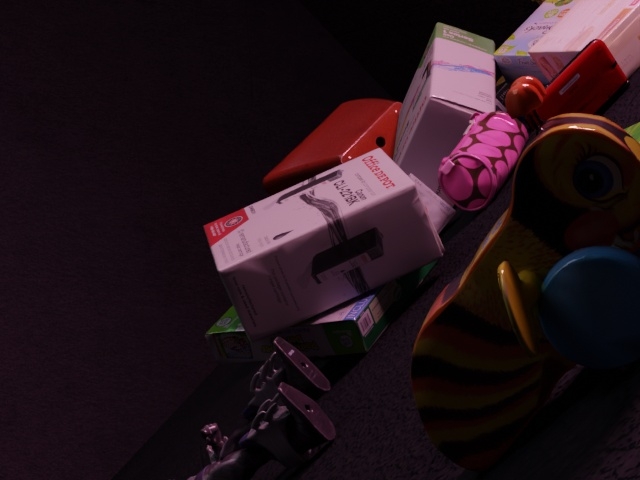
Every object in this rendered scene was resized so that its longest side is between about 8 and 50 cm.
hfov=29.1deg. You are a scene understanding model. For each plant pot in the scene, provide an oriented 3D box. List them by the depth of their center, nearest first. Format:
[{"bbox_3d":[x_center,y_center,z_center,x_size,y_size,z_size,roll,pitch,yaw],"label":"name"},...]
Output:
[{"bbox_3d":[0.099,-0.120,2.352,0.267,0.267,0.235,-46,9,-24],"label":"plant pot"}]

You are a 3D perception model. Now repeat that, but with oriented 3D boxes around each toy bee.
[{"bbox_3d":[0.145,-0.011,0.736,0.298,0.162,0.195,-44,1,0],"label":"toy bee"}]

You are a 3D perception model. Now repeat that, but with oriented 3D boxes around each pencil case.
[{"bbox_3d":[0.237,-0.122,1.816,0.095,0.098,0.209,-43,4,31],"label":"pencil case"}]

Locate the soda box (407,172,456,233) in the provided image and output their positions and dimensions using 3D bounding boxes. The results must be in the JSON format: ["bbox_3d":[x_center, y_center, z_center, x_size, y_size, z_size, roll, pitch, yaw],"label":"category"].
[{"bbox_3d":[0.122,-0.025,2.008,0.091,0.098,0.286,-51,3,-12],"label":"soda box"}]

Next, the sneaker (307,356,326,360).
[{"bbox_3d":[-0.017,0.119,1.862,0.095,0.104,0.236,-47,2,-16],"label":"sneaker"}]

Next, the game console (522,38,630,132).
[{"bbox_3d":[0.320,-0.178,1.600,0.144,0.124,0.085,-45,29,-6],"label":"game console"}]

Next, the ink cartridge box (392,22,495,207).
[{"bbox_3d":[0.209,-0.213,2.099,0.278,0.117,0.201,-78,9,-54],"label":"ink cartridge box"}]

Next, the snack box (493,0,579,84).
[{"bbox_3d":[0.423,-0.348,2.079,0.207,0.070,0.174,-47,33,-23],"label":"snack box"}]

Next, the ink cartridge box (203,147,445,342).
[{"bbox_3d":[0.000,0.000,1.610,0.272,0.114,0.197,-23,20,-3],"label":"ink cartridge box"}]

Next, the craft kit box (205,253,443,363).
[{"bbox_3d":[0.008,0.071,1.666,0.246,0.061,0.250,-5,27,35],"label":"craft kit box"}]

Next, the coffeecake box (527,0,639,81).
[{"bbox_3d":[0.400,-0.289,1.733,0.142,0.068,0.185,-44,19,-8],"label":"coffeecake box"}]

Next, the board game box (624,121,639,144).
[{"bbox_3d":[0.263,-0.061,1.080,0.124,0.039,0.259,-44,5,-11],"label":"board game box"}]

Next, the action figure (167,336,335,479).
[{"bbox_3d":[-0.102,0.242,1.311,0.285,0.099,0.185,-48,10,22],"label":"action figure"}]

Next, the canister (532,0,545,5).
[{"bbox_3d":[0.483,-0.443,2.288,0.126,0.170,0.073,-42,4,45],"label":"canister"}]

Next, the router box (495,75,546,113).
[{"bbox_3d":[0.382,-0.285,2.347,0.243,0.081,0.309,-44,2,9],"label":"router box"}]

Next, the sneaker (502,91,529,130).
[{"bbox_3d":[0.343,-0.228,2.117,0.063,0.073,0.162,-46,3,-23],"label":"sneaker"}]
